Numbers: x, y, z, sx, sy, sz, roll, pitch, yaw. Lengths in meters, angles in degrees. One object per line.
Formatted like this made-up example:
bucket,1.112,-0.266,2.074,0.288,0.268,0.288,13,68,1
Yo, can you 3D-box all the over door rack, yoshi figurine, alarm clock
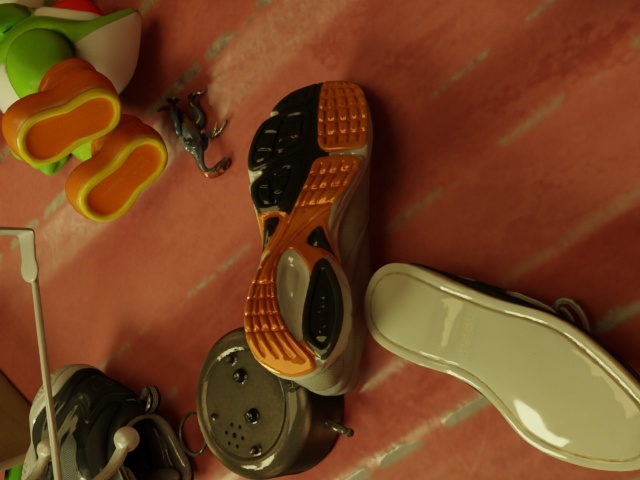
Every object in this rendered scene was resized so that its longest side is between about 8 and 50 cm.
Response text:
over door rack,-0.281,0.154,1.126,0.239,0.108,0.324,-15,92,39
yoshi figurine,-0.308,-0.163,1.229,0.362,0.203,0.203,50,130,38
alarm clock,-0.061,0.144,1.105,0.192,0.064,0.129,-30,71,39

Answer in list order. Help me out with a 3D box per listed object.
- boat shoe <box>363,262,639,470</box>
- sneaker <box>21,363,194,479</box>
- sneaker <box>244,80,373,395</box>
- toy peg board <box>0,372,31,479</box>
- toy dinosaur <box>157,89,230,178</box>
boat shoe,0.143,0.084,0.922,0.254,0.079,0.095,21,105,40
sneaker,-0.201,0.253,1.189,0.153,0.101,0.268,3,89,42
sneaker,0.000,0.000,1.034,0.099,0.121,0.262,0,65,19
toy peg board,-0.380,0.208,1.313,0.161,0.160,0.079,38,128,34
toy dinosaur,-0.110,-0.094,1.174,0.090,0.047,0.082,163,93,-72
